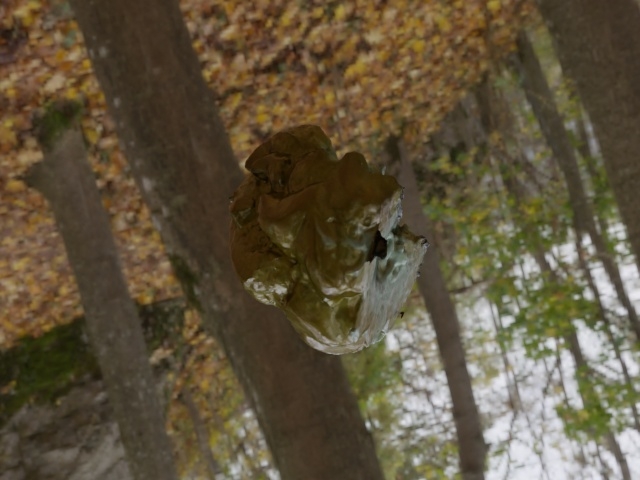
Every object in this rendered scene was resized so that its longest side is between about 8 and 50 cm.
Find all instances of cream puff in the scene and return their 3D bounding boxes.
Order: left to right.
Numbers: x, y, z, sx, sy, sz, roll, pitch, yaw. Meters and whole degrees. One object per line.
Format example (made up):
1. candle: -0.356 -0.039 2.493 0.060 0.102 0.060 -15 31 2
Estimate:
1. cream puff: -0.001 -0.001 0.655 0.121 0.156 0.156 -51 -177 -4
